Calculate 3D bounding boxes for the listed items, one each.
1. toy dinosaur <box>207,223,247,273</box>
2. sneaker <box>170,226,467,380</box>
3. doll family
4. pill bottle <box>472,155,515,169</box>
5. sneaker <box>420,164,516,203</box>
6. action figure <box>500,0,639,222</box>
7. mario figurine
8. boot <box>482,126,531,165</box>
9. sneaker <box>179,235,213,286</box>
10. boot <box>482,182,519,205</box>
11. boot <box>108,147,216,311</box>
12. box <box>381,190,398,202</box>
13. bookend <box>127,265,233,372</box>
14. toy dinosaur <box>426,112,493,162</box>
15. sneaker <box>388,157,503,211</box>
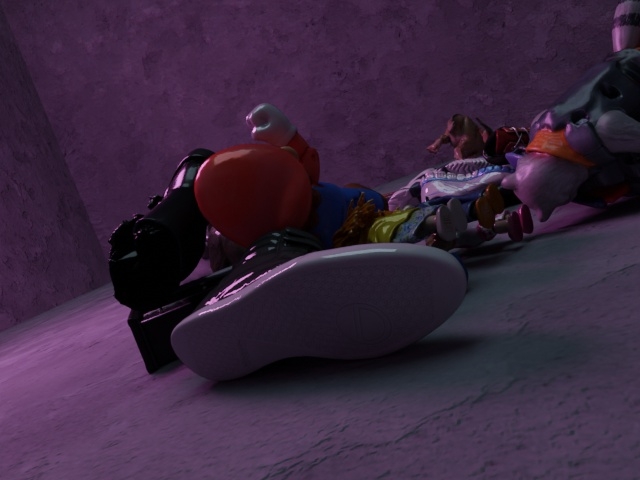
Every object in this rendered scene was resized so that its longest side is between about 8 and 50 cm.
[{"bbox_3d":[-0.153,0.022,0.996,0.121,0.160,0.313,-21,5,-3],"label":"toy dinosaur"},{"bbox_3d":[-0.001,0.031,0.522,0.295,0.105,0.147,-21,24,36],"label":"sneaker"},{"bbox_3d":[0.108,-0.015,0.644,0.163,0.118,0.263,-14,8,45],"label":"doll family"},{"bbox_3d":[0.383,-0.164,1.322,0.120,0.067,0.067,-15,8,41],"label":"pill bottle"},{"bbox_3d":[0.268,-0.079,1.028,0.190,0.071,0.083,-5,52,28],"label":"sneaker"},{"bbox_3d":[0.326,-0.172,0.699,0.330,0.178,0.341,-53,20,-8],"label":"action figure"},{"bbox_3d":[-0.044,-0.041,0.735,0.170,0.198,0.320,-38,-28,22],"label":"mario figurine"},{"bbox_3d":[0.395,-0.171,0.954,0.176,0.089,0.244,7,-15,-28],"label":"boot"},{"bbox_3d":[-0.292,0.053,1.318,0.228,0.132,0.086,-18,6,20],"label":"sneaker"},{"bbox_3d":[0.281,-0.069,0.922,0.099,0.045,0.121,-22,-1,-39],"label":"boot"},{"bbox_3d":[-0.209,0.019,0.740,0.246,0.094,0.207,-56,9,35],"label":"boot"},{"bbox_3d":[0.038,-0.047,1.380,0.293,0.057,0.201,-10,11,37],"label":"box"},{"bbox_3d":[-0.171,0.099,0.784,0.156,0.072,0.157,-22,7,-13],"label":"bookend"},{"bbox_3d":[0.418,-0.290,1.632,0.127,0.295,0.200,22,77,45],"label":"toy dinosaur"},{"bbox_3d":[0.260,-0.116,1.164,0.235,0.094,0.153,-29,10,31],"label":"sneaker"}]
